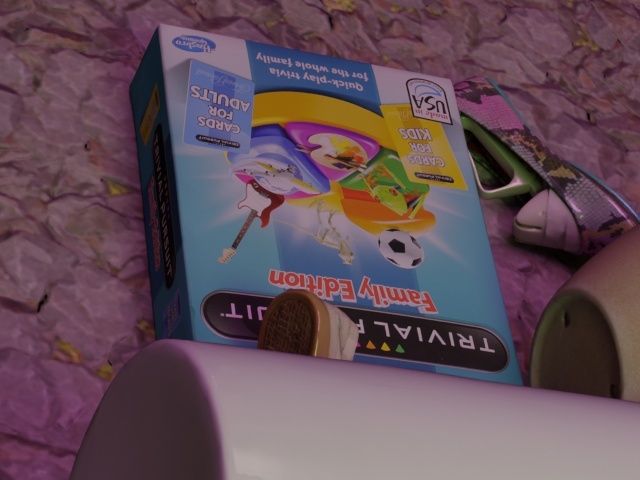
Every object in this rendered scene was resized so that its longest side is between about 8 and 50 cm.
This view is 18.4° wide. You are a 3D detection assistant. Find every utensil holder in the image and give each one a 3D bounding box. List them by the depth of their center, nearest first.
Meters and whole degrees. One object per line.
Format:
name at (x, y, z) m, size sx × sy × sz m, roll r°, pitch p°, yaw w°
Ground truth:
utensil holder at (0.068, 0.229, 1.112) m, size 0.386 × 0.327 × 0.327 m, roll 12°, pitch 46°, yaw -23°

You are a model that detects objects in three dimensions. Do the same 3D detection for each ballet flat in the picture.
ballet flat at (0.170, -0.047, 1.627) m, size 0.079 × 0.077 × 0.221 m, roll -32°, pitch 64°, yaw -24°

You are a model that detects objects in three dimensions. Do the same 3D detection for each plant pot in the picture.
plant pot at (0.260, 0.098, 1.385) m, size 0.191 × 0.284 × 0.284 m, roll 0°, pitch 51°, yaw -24°

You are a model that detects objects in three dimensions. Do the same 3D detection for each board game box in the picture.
board game box at (0.000, 0.000, 1.479) m, size 0.254 × 0.079 × 0.336 m, roll 8°, pitch 47°, yaw -21°

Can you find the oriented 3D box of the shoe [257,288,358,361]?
shoe at (-0.024, 0.143, 1.288) m, size 0.077 × 0.219 × 0.058 m, roll 11°, pitch -8°, yaw 37°
